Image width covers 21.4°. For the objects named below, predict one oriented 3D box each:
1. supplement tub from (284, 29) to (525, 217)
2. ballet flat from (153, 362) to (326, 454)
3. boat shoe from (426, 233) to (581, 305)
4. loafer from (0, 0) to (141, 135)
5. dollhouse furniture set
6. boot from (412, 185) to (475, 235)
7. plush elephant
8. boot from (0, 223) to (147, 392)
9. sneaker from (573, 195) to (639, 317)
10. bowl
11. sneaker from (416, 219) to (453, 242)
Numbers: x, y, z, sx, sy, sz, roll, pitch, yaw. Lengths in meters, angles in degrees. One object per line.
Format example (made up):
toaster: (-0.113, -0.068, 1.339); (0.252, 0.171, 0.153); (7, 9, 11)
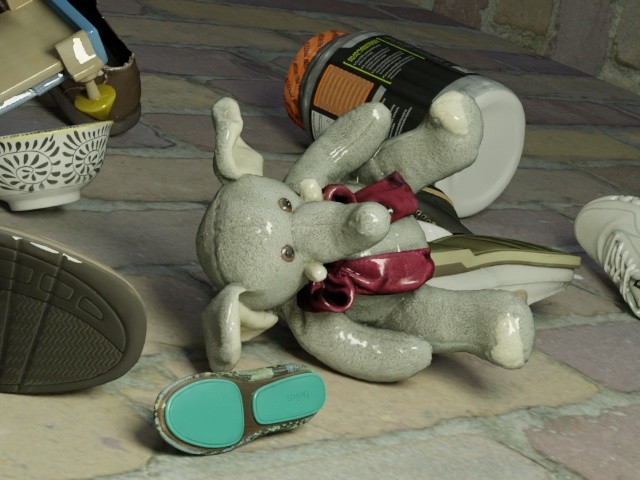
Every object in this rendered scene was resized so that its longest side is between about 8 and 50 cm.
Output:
supplement tub: (0.109, -0.171, 2.324); (0.194, 0.193, 0.316); (-2, 24, -46)
ballet flat: (-0.078, 0.137, 1.383); (0.188, 0.070, 0.070); (1, 22, -47)
boat shoe: (0.158, 0.052, 1.788); (0.302, 0.103, 0.113); (-1, 10, -43)
loafer: (-0.344, -0.303, 2.210); (0.134, 0.130, 0.366); (-30, 70, -38)
dollhouse furniture set: (-0.389, -0.137, 1.818); (0.286, 0.198, 0.303); (-33, 46, -18)
boot: (0.099, -0.033, 2.081); (0.198, 0.076, 0.137); (7, 23, -25)
plush elephant: (0.000, 0.000, 1.552); (0.330, 0.271, 0.255); (-9, -7, 21)
boot: (-0.334, 0.005, 1.446); (0.377, 0.138, 0.284); (8, 17, -8)
sneaker: (0.402, 0.035, 2.070); (0.118, 0.110, 0.292); (-12, 34, -33)
bowl: (-0.296, -0.076, 1.791); (0.170, 0.080, 0.170); (-8, 7, 1)
sneaker: (0.078, 0.016, 1.911); (0.212, 0.080, 0.094); (29, 53, -14)
